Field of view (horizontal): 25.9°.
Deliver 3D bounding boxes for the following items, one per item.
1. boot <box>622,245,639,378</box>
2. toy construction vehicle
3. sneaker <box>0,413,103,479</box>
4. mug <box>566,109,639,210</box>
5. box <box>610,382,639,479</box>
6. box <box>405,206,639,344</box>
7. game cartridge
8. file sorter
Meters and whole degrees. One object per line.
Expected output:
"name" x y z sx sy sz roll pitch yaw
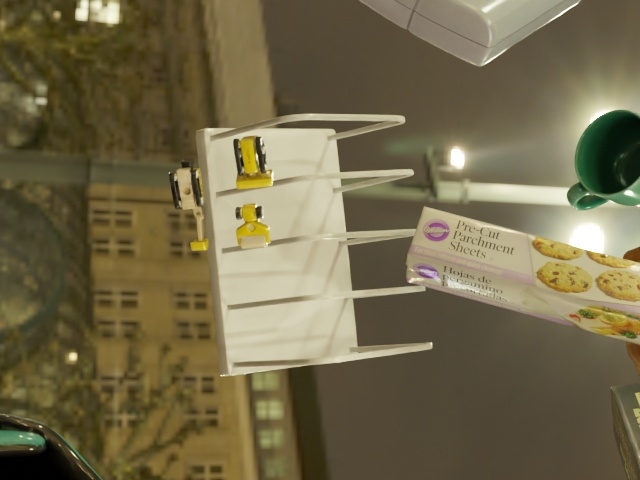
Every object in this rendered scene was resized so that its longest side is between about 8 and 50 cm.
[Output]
"boot" 0.433 0.098 1.630 0.295 0.104 0.211 155 -78 -74
"toy construction vehicle" -0.080 -0.041 1.180 0.035 0.086 0.098 -75 156 -69
"sneaker" -0.185 0.122 0.683 0.108 0.302 0.121 -53 150 -35
"mug" 0.437 -0.112 2.006 0.158 0.097 0.129 -11 -109 44
"box" 0.369 0.196 1.245 0.232 0.183 0.059 -85 168 -69
"box" 0.253 0.045 1.459 0.063 0.324 0.067 87 22 -58
"game cartridge" 0.067 -0.268 1.115 0.297 0.198 0.062 41 -42 17
"file sorter" 0.000 0.000 1.552 0.173 0.193 0.277 -10 -95 50
